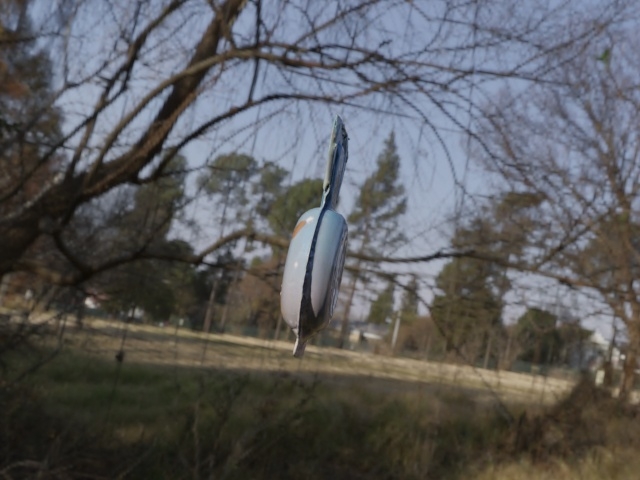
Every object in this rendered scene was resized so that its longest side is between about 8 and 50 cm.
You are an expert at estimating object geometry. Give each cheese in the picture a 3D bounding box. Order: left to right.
[{"bbox_3d":[0.000,0.000,0.879,0.052,0.245,0.135,10,-6,7],"label":"cheese"}]
